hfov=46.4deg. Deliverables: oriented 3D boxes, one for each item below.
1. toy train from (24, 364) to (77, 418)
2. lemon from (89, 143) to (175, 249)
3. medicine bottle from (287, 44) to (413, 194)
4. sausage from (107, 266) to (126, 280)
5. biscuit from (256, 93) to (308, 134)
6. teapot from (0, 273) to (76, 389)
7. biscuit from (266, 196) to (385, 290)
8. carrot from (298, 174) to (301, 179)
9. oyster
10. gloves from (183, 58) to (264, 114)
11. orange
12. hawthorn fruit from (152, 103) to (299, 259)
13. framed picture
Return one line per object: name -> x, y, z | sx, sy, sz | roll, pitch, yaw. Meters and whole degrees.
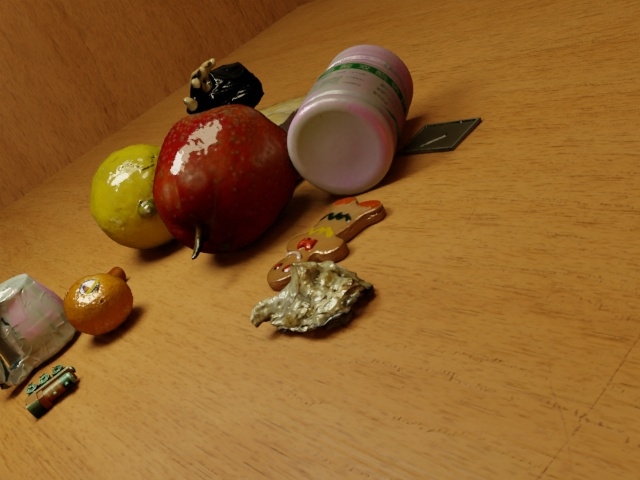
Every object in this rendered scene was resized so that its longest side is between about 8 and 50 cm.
toy train -> -0.487, 0.268, 1.352 | 0.103, 0.044, 0.064 | -39, 28, -13
lemon -> -0.415, -0.104, 1.762 | 0.260, 0.260, 0.284 | -23, 27, 16
medicine bottle -> 0.071, -0.257, 1.544 | 0.212, 0.212, 0.325 | -18, 25, 26
sausage -> -0.487, 0.111, 1.673 | 0.041, 0.039, 0.131 | -2, 37, 36
biscuit -> -0.222, -0.245, 2.002 | 0.446, 0.104, 0.429 | -13, 28, 30
teapot -> -0.631, 0.177, 1.533 | 0.163, 0.178, 0.221 | -4, 35, 47
biscuit -> 0.000, -0.001, 1.330 | 0.250, 0.036, 0.165 | -41, 24, -23
carrot -> -0.036, -0.185, 1.725 | 0.059, 0.059, 0.248 | 0, 35, 50
oyster -> -0.022, 0.085, 1.134 | 0.191, 0.081, 0.163 | -33, 27, 4
gloves -> -0.276, -0.402, 2.064 | 0.152, 0.197, 0.301 | -53, -15, 21
orange -> -0.440, 0.128, 1.489 | 0.136, 0.117, 0.135 | -6, 51, 7
hawthorn fruit -> -0.200, -0.100, 1.497 | 0.285, 0.285, 0.369 | -16, 37, 30
framed picture -> 0.237, -0.208, 1.500 | 0.109, 0.011, 0.149 | -43, 26, -29
